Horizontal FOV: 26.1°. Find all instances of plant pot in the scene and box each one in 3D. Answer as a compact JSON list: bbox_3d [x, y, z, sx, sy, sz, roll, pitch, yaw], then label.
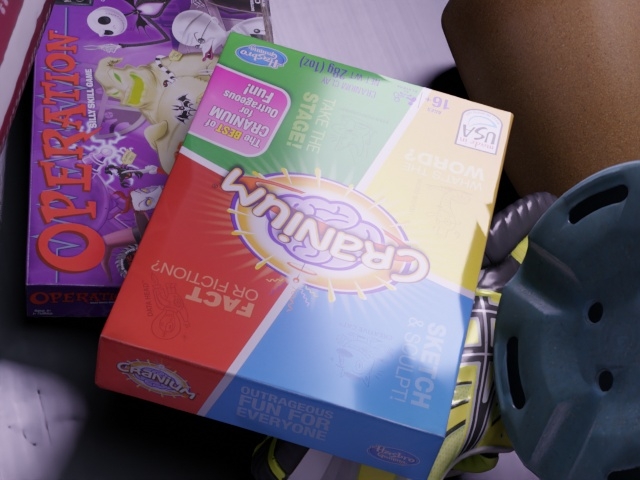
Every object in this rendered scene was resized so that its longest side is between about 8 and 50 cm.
[{"bbox_3d":[0.256,-0.120,1.320,0.237,0.237,0.254,-1,72,-29],"label":"plant pot"},{"bbox_3d":[0.334,0.097,1.046,0.334,0.341,0.341,13,49,-36],"label":"plant pot"}]

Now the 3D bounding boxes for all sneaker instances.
[{"bbox_3d":[0.103,0.105,1.116,0.147,0.145,0.385,47,56,-3],"label":"sneaker"}]

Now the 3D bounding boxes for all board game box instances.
[{"bbox_3d":[-0.133,-0.088,1.136,0.208,0.056,0.347,-2,52,-8],"label":"board game box"},{"bbox_3d":[0.000,0.000,1.023,0.242,0.064,0.317,16,50,1],"label":"board game box"}]

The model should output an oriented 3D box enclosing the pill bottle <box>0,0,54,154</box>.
[{"bbox_3d":[-0.321,-0.157,1.008,0.224,0.224,0.392,20,49,-14],"label":"pill bottle"}]
